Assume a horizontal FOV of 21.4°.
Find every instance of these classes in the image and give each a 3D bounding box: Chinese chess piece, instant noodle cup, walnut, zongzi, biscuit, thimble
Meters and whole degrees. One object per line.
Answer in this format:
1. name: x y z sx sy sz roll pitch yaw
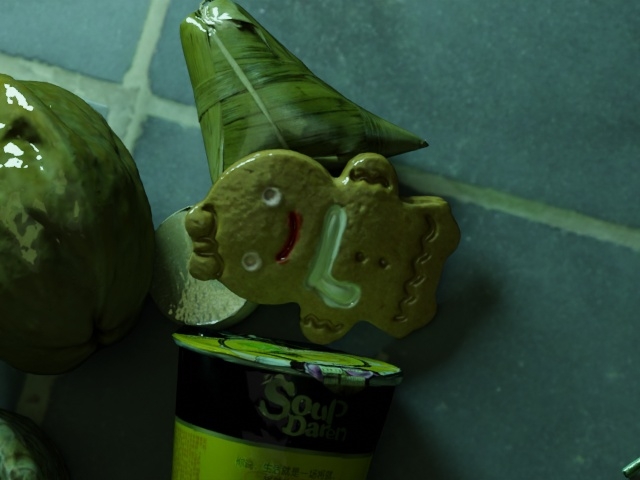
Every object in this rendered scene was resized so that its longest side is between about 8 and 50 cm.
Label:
1. Chinese chess piece: -0.107 0.026 1.608 0.122 0.051 0.122 -1 84 10
2. instant noodle cup: -0.044 0.207 1.505 0.215 0.215 0.236 9 92 11
3. walnut: -0.268 -0.019 1.545 0.227 0.283 0.283 -25 76 -29
4. zongzi: -0.021 -0.155 1.594 0.204 0.094 0.205 -14 82 7
5. biscuit: 0.000 0.001 1.551 0.249 0.035 0.184 18 100 -9
6. thimble: -0.334 0.213 1.571 0.190 0.143 0.137 24 87 13

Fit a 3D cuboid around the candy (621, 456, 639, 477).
1. candy: 0.379 0.136 1.510 0.262 0.073 0.077 -36 59 10
